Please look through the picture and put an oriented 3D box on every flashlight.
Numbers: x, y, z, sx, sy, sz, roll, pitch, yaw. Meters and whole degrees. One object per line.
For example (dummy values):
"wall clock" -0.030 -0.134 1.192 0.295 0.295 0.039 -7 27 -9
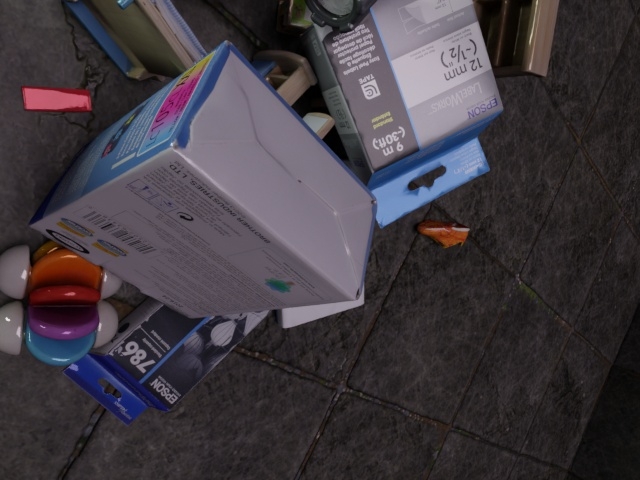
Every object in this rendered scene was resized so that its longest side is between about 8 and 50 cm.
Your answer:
"flashlight" 0.082 -0.419 0.638 0.103 0.103 0.304 47 63 -34

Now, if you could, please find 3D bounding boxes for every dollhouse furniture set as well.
"dollhouse furniture set" -0.139 -0.276 0.624 0.198 0.286 0.303 -51 136 -15
"dollhouse furniture set" 0.215 -0.415 0.869 0.394 0.256 0.362 -2 102 -36

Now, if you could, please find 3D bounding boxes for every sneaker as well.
"sneaker" 0.308 -0.012 1.159 0.175 0.064 0.067 7 107 -34

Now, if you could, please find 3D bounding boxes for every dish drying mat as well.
"dish drying mat" -0.368 -0.197 0.650 0.083 0.008 0.032 -9 105 -34

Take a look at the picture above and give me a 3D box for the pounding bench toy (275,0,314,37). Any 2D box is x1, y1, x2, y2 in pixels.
"pounding bench toy" -0.029 -0.387 0.811 0.083 0.065 0.052 3 101 -26

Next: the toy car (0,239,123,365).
"toy car" -0.358 0.091 0.647 0.159 0.136 0.182 5 98 -37

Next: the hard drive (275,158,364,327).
"hard drive" 0.000 0.000 0.947 0.210 0.040 0.319 -11 107 -34

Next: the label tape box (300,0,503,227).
"label tape box" 0.153 -0.219 0.758 0.249 0.115 0.348 -27 105 -8

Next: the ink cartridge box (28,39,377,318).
"ink cartridge box" -0.168 -0.027 0.595 0.270 0.395 0.151 42 49 -35

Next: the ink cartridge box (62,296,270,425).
"ink cartridge box" -0.242 0.163 0.798 0.332 0.065 0.165 -44 123 -19
